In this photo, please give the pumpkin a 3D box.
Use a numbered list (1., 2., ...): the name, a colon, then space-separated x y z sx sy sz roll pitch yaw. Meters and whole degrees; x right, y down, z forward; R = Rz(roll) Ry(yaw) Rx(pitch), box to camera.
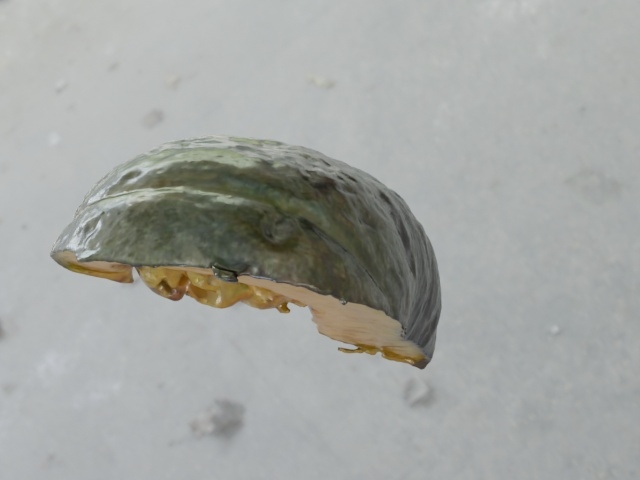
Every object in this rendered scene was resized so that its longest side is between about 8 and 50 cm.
1. pumpkin: 0.003 -0.003 0.882 0.163 0.279 0.111 3 78 59
